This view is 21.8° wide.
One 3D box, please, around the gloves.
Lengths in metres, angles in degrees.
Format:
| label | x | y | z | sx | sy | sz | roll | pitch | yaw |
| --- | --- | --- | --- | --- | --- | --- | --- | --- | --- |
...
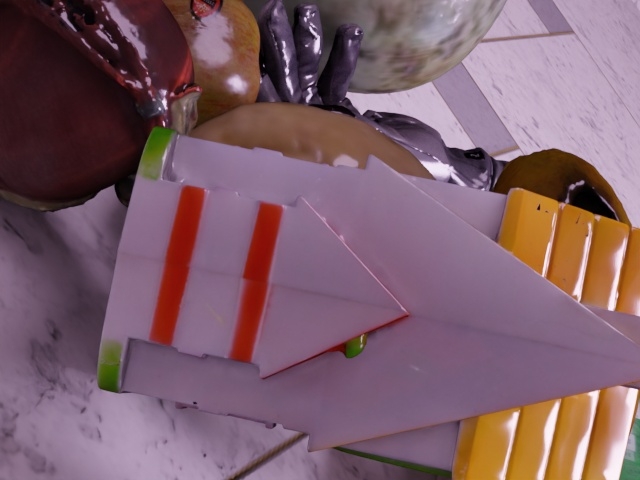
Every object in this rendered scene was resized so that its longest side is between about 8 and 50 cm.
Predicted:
| label | x | y | z | sx | sy | sz | roll | pitch | yaw |
| --- | --- | --- | --- | --- | --- | --- | --- | --- | --- |
| gloves | 0.042 | -0.076 | 1.284 | 0.285 | 0.119 | 0.142 | 38 | 8 | -24 |

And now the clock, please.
| label | x | y | z | sx | sy | sz | roll | pitch | yaw |
| --- | --- | --- | --- | --- | --- | --- | --- | --- | --- |
| clock | 0.051 | 0.052 | 0.913 | 0.235 | 0.309 | 0.166 | 70 | 31 | -85 |

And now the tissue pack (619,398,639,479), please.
| label | x | y | z | sx | sy | sz | roll | pitch | yaw |
| --- | --- | --- | --- | --- | --- | --- | --- | --- | --- |
| tissue pack | 0.160 | 0.196 | 1.236 | 0.148 | 0.156 | 0.209 | 14 | 30 | -1 |

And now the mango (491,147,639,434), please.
| label | x | y | z | sx | sy | sz | roll | pitch | yaw |
| --- | --- | --- | --- | --- | --- | --- | --- | --- | --- |
| mango | 0.141 | 0.060 | 1.106 | 0.151 | 0.156 | 0.249 | 37 | 54 | -63 |

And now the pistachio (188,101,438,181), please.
| label | x | y | z | sx | sy | sz | roll | pitch | yaw |
| --- | --- | --- | --- | --- | --- | --- | --- | --- | --- |
| pistachio | 0.000 | 0.000 | 1.156 | 0.293 | 0.181 | 0.162 | 28 | 74 | -49 |

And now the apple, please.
| label | x | y | z | sx | sy | sz | roll | pitch | yaw |
| --- | --- | --- | --- | --- | --- | --- | --- | --- | --- |
| apple | -0.099 | -0.119 | 1.170 | 0.102 | 0.126 | 0.126 | 12 | 43 | -29 |

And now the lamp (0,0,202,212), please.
| label | x | y | z | sx | sy | sz | roll | pitch | yaw |
| --- | --- | --- | --- | --- | --- | --- | --- | --- | --- |
| lamp | -0.165 | -0.120 | 1.000 | 0.151 | 0.215 | 0.223 | -26 | 115 | -40 |

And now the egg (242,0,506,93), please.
| label | x | y | z | sx | sy | sz | roll | pitch | yaw |
| --- | --- | --- | --- | --- | --- | --- | --- | --- | --- |
| egg | 0.004 | -0.327 | 1.391 | 0.345 | 0.345 | 0.428 | -2 | 75 | -64 |
